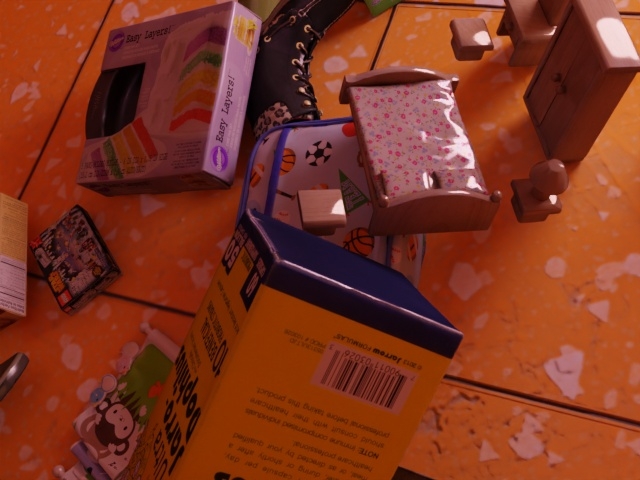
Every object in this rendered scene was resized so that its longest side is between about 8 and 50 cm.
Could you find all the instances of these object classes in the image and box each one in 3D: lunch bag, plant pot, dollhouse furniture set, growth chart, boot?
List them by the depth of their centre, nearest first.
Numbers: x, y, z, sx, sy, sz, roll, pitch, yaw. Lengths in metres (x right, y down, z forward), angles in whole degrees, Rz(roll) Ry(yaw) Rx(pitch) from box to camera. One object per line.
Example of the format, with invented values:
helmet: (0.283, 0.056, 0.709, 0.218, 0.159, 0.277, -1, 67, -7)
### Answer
dollhouse furniture set: (0.137, -0.182, 1.050, 0.355, 0.174, 0.303, -4, 58, -13)
lunch bag: (0.000, 0.000, 1.153, 0.243, 0.115, 0.303, -1, 64, 26)
growth chart: (-0.236, 0.228, 1.199, 0.172, 0.021, 0.237, 24, 76, 32)
boot: (-0.021, -0.236, 1.293, 0.236, 0.085, 0.179, -34, 58, 17)
plant pot: (-0.088, -0.325, 1.378, 0.083, 0.083, 0.079, 3, 79, 25)

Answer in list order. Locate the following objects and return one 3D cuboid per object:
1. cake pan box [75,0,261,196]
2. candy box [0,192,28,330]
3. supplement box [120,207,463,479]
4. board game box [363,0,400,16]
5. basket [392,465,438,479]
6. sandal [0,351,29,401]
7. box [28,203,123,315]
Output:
cake pan box: (-0.213, -0.188, 1.322, 0.267, 0.070, 0.246, 0, 72, 38)
candy box: (-0.470, 0.039, 1.364, 0.109, 0.053, 0.187, -26, 55, 29)
supplement box: (-0.049, 0.182, 0.930, 0.356, 0.195, 0.194, -65, 18, 8)
board game box: (0.100, -0.490, 1.389, 0.213, 0.046, 0.317, -30, 57, 9)
basket: (0.093, 0.347, 0.920, 0.204, 0.154, 0.227, 13, 75, 31)
sandal: (-0.524, 0.208, 1.272, 0.302, 0.086, 0.120, -17, 26, 17)
box: (-0.344, 0.026, 1.341, 0.094, 0.027, 0.137, -40, 56, 3)
